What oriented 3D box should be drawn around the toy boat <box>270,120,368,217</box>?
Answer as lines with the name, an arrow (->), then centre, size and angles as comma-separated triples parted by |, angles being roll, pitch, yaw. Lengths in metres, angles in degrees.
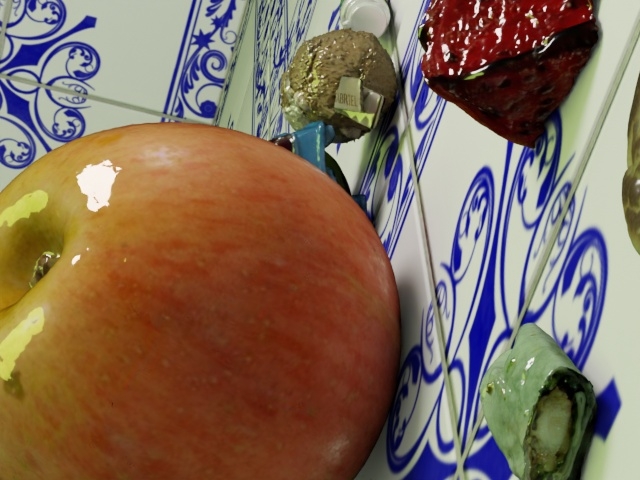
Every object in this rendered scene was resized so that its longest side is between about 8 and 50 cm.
toy boat -> 0.000, 0.000, 1.525 | 0.100, 0.097, 0.223 | -174, 81, -77

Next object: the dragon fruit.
dragon fruit -> 0.117, -0.170, 1.036 | 0.122, 0.092, 0.192 | 123, 158, -65

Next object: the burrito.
burrito -> 0.112, 0.087, 0.865 | 0.118, 0.044, 0.074 | -121, 41, -72

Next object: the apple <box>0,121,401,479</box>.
apple -> -0.125, 0.077, 1.293 | 0.364, 0.364, 0.364 | -167, 90, -81

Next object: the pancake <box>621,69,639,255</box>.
pancake -> 0.184, -0.103, 0.721 | 0.250, 0.031, 0.250 | -166, 90, -81

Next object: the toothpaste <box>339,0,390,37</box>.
toothpaste -> 0.045, -0.258, 1.780 | 0.058, 0.056, 0.314 | -34, 13, 6

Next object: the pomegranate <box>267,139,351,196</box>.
pomegranate -> -0.027, -0.021, 1.641 | 0.169, 0.148, 0.148 | 63, 160, 11

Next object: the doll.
doll -> 0.018, -0.149, 1.569 | 0.115, 0.105, 0.221 | -53, 3, 0
